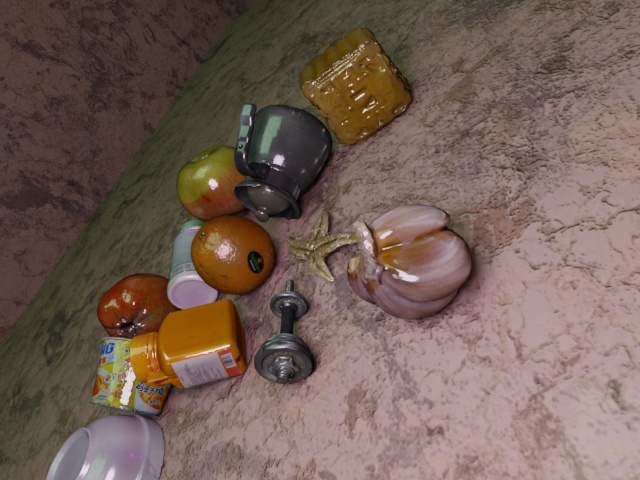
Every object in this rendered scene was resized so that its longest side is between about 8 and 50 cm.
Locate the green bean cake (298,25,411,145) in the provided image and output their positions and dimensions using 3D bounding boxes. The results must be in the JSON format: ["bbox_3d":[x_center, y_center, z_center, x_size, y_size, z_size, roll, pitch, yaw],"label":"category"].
[{"bbox_3d":[0.089,-0.373,1.173,0.229,0.224,0.131,-32,37,19],"label":"green bean cake"}]

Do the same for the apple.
[{"bbox_3d":[-0.294,-0.172,1.403,0.261,0.194,0.261,-21,24,10],"label":"apple"}]

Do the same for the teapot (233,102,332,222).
[{"bbox_3d":[-0.102,-0.186,1.181,0.305,0.223,0.285,118,170,-71],"label":"teapot"}]

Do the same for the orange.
[{"bbox_3d":[-0.208,0.034,1.133,0.206,0.206,0.206,-30,38,27],"label":"orange"}]

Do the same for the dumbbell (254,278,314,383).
[{"bbox_3d":[-0.065,0.169,0.932,0.110,0.110,0.254,-33,30,23],"label":"dumbbell"}]

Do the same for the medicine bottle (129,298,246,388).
[{"bbox_3d":[-0.281,0.229,1.022,0.222,0.112,0.149,-13,40,-3],"label":"medicine bottle"}]

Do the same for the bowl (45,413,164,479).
[{"bbox_3d":[-0.491,0.511,1.038,0.287,0.144,0.287,-29,39,26],"label":"bowl"}]

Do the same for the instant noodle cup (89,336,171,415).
[{"bbox_3d":[-0.441,0.329,1.131,0.205,0.205,0.153,-12,59,43],"label":"instant noodle cup"}]

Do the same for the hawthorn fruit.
[{"bbox_3d":[-0.487,0.176,1.314,0.210,0.210,0.262,-41,21,13],"label":"hawthorn fruit"}]

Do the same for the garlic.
[{"bbox_3d":[0.141,0.051,0.759,0.191,0.214,0.160,-8,54,-14],"label":"garlic"}]

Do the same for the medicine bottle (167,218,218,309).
[{"bbox_3d":[-0.352,0.058,1.331,0.133,0.133,0.274,-37,36,18],"label":"medicine bottle"}]

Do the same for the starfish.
[{"bbox_3d":[0.000,-0.002,1.066,0.138,0.050,0.247,-49,37,-2],"label":"starfish"}]
